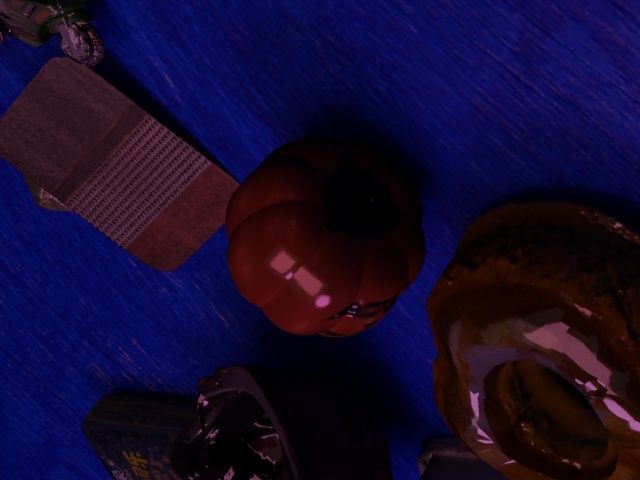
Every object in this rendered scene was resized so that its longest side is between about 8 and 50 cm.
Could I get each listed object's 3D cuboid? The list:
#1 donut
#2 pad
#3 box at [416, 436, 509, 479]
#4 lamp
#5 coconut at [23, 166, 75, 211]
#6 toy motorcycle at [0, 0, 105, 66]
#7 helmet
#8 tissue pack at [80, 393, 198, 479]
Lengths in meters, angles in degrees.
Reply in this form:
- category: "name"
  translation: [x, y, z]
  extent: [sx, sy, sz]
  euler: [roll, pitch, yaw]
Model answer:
- category: "donut"
  translation: [0.230, 0.126, 1.410]
  extent: [0.330, 0.160, 0.330]
  euler: [30, 147, 22]
- category: "pad"
  translation: [-0.265, -0.016, 1.644]
  extent: [0.250, 0.055, 0.323]
  euler: [37, 108, -16]
- category: "box"
  translation: [0.212, 0.332, 1.629]
  extent: [0.312, 0.182, 0.175]
  euler: [-5, 127, 44]
- category: "lamp"
  translation: [0.000, 0.000, 1.445]
  extent: [0.187, 0.188, 0.164]
  euler: [41, 146, -4]
- category: "coconut"
  translation: [-0.284, -0.070, 1.692]
  extent: [0.082, 0.081, 0.083]
  euler: [38, 148, -10]
- category: "toy motorcycle"
  translation: [-0.289, -0.242, 1.521]
  extent: [0.190, 0.074, 0.106]
  euler: [27, 133, 16]
- category: "helmet"
  translation: [-0.021, 0.267, 1.717]
  extent: [0.271, 0.197, 0.338]
  euler: [66, 145, 26]
- category: "tissue pack"
  translation: [-0.164, 0.288, 1.981]
  extent: [0.257, 0.081, 0.185]
  euler: [1, 130, 40]
